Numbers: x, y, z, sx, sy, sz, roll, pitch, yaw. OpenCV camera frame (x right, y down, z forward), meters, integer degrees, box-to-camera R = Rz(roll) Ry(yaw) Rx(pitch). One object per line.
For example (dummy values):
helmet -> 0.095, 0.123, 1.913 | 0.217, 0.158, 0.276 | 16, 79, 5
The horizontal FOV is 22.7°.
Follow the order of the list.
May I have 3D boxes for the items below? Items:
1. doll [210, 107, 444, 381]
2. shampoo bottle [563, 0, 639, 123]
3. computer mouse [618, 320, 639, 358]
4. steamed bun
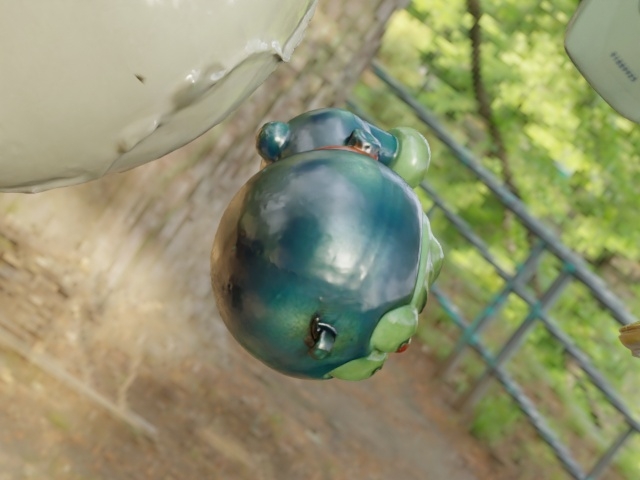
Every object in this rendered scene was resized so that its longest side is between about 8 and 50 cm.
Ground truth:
doll -> 0.001, -0.001, 1.401 | 0.186, 0.198, 0.322 | 31, 25, -20
shampoo bottle -> 0.342, -0.231, 1.209 | 0.134, 0.359, 0.078 | 44, 38, -13
computer mouse -> 0.289, 0.075, 1.011 | 0.199, 0.045, 0.102 | 17, -10, -3
steamed bun -> -0.183, -0.218, 0.937 | 0.374, 0.374, 0.241 | 43, -13, 37
